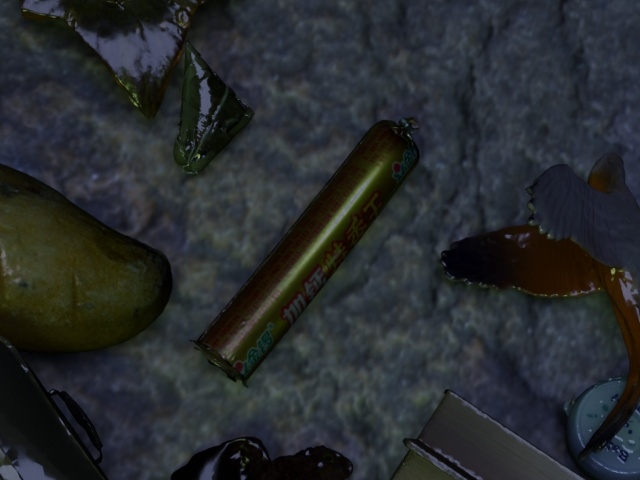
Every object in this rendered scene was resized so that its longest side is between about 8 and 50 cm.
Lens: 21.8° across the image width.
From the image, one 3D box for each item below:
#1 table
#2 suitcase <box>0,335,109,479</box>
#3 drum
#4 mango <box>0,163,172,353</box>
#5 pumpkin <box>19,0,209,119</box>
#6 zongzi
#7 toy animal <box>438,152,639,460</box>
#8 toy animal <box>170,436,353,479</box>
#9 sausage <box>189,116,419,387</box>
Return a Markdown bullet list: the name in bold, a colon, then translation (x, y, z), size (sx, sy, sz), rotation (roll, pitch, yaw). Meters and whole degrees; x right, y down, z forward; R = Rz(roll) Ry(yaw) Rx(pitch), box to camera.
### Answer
- **table**: translation (0.188, 0.270, 1.721), size (0.227, 0.167, 0.167), rotation (33, 71, 14)
- **suitcase**: translation (-0.413, 0.295, 1.645), size (0.434, 0.194, 0.283), rotation (-33, 77, -16)
- **drum**: translation (0.377, 0.170, 1.825), size (0.253, 0.049, 0.130), rotation (-38, 75, -18)
- **mango**: translation (-0.328, 0.026, 1.770), size (0.329, 0.175, 0.176), rotation (29, 102, -15)
- **pumpkin**: translation (-0.231, -0.319, 1.926), size (0.290, 0.095, 0.258), rotation (37, 68, 5)
- **zongzi**: translation (-0.148, -0.147, 1.877), size (0.109, 0.055, 0.119), rotation (-48, 109, -16)
- **toy animal**: translation (0.329, 0.047, 1.800), size (0.302, 0.225, 0.284), rotation (-24, 77, -29)
- **toy animal**: translation (-0.050, 0.286, 1.743), size (0.179, 0.116, 0.218), rotation (-23, 42, -39)
- **sausage**: translation (0.000, 0.000, 1.845), size (0.082, 0.082, 0.371), rotation (36, 71, 8)
